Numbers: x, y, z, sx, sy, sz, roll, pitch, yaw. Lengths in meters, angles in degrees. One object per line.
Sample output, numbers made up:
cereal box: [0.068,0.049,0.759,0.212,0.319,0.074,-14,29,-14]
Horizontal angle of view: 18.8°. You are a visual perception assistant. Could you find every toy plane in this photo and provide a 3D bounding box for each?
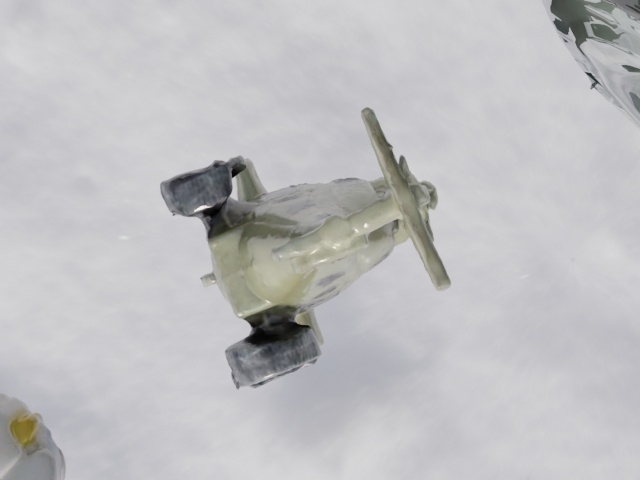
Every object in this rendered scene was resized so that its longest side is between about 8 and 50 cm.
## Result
toy plane: [0.000,0.000,0.741,0.108,0.286,0.092,-20,89,-1]

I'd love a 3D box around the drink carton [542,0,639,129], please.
drink carton: [0.153,-0.073,0.345,0.191,0.185,0.189,38,90,7]

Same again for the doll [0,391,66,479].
doll: [-0.270,0.031,1.171,0.099,0.188,0.384,-30,90,-1]
